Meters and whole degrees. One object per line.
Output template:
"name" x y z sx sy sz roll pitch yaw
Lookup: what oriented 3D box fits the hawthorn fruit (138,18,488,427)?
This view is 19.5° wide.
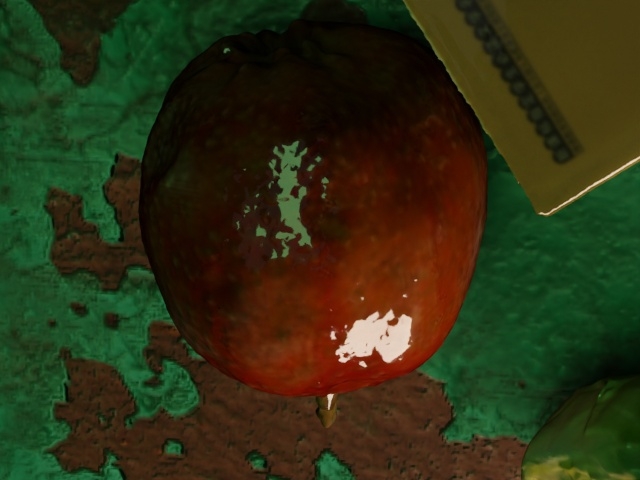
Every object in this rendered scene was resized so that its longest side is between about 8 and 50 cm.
"hawthorn fruit" 0.000 0.000 1.075 0.205 0.205 0.253 -6 114 13

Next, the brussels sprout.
"brussels sprout" 0.206 0.140 1.118 0.149 0.122 0.151 42 146 2

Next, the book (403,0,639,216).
"book" 0.217 -0.216 0.990 0.389 0.032 0.269 -33 110 7
